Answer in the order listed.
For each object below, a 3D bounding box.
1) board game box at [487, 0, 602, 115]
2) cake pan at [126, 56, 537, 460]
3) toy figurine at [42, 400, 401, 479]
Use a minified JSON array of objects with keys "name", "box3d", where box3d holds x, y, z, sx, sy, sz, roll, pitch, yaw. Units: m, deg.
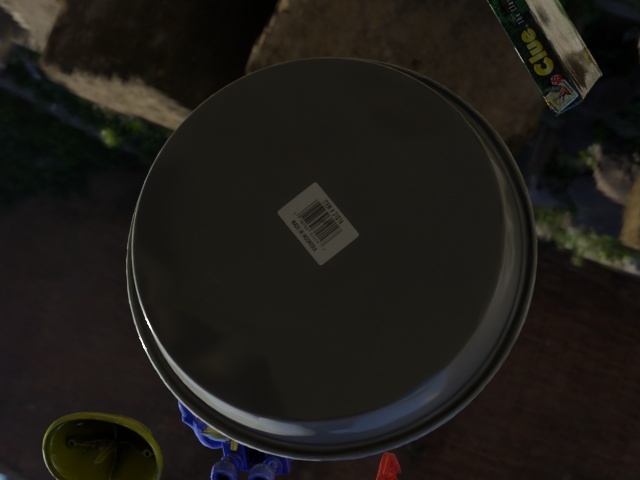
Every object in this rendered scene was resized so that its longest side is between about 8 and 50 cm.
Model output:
[{"name":"board game box","box3d":[0.194,-0.185,0.939,0.136,0.030,0.259,57,-158,-1]},{"name":"cake pan","box3d":[0.000,0.000,0.738,0.293,0.293,0.054,19,168,14]},{"name":"toy figurine","box3d":[-0.078,0.214,1.147,0.362,0.191,0.217,1,-152,14]}]
